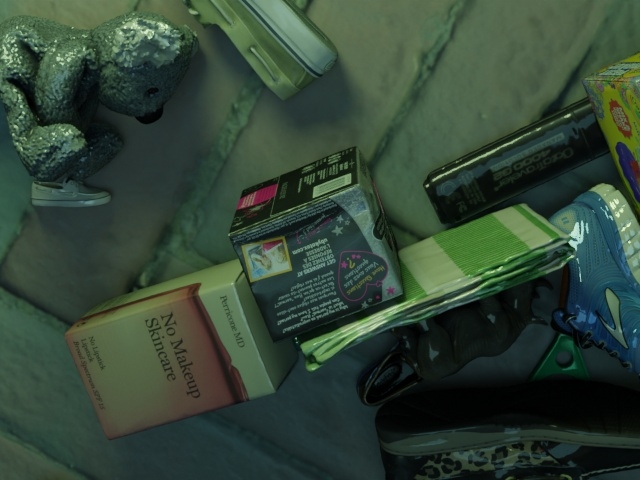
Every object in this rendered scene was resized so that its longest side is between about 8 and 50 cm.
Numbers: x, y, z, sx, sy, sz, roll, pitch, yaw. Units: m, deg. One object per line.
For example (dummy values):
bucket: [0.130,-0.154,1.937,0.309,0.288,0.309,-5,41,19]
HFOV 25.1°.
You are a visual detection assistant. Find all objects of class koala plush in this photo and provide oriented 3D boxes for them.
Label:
koala plush: [-0.250,-0.198,1.672,0.221,0.196,0.203,-22,91,10]

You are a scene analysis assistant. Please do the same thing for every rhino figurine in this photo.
rhino figurine: [0.191,0.094,1.749,0.243,0.073,0.106,-19,94,-31]

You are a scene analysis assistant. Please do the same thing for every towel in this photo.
towel: [0.119,0.047,1.677,0.324,0.248,0.038,-24,104,0]

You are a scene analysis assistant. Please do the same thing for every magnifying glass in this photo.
magnifying glass: [0.309,0.139,1.818,0.092,0.026,0.231,5,104,0]

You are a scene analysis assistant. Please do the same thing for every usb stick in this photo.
usb stick: [0.261,-0.105,1.753,0.278,0.045,0.077,-26,108,6]

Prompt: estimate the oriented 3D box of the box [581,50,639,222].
box: [0.501,-0.112,1.654,0.279,0.177,0.290,-25,101,-6]

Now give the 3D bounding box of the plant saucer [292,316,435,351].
plant saucer: [0.044,0.089,1.790,0.192,0.018,0.067,-12,71,7]

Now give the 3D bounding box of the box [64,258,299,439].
box: [-0.166,0.129,1.747,0.232,0.127,0.149,-18,101,17]

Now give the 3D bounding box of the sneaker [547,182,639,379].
sneaker: [0.357,0.103,1.717,0.147,0.130,0.330,-26,71,5]

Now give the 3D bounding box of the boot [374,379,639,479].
boot: [0.259,0.329,1.789,0.377,0.138,0.284,-3,111,-1]

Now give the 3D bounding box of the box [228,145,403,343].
box: [0.000,0.000,1.676,0.163,0.247,0.142,-21,103,6]

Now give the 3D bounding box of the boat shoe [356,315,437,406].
boat shoe: [0.121,0.146,1.798,0.066,0.066,0.183,42,99,-7]

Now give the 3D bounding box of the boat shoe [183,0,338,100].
boat shoe: [-0.111,-0.288,1.688,0.094,0.109,0.302,-44,101,11]

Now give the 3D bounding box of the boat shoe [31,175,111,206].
boat shoe: [-0.309,-0.062,1.778,0.100,0.035,0.035,1,105,7]
